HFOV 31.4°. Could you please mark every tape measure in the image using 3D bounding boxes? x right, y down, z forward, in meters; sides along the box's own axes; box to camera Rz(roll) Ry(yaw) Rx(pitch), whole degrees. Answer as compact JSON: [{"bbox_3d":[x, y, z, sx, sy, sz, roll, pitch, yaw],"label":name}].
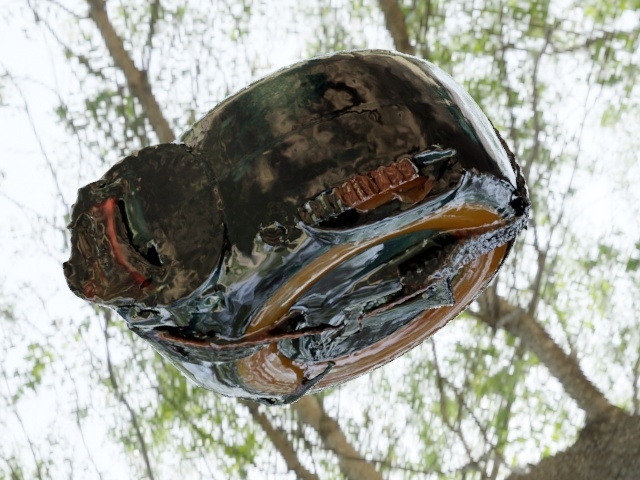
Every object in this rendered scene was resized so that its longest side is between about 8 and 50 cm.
[{"bbox_3d":[0.000,0.000,0.605,0.223,0.202,0.135,-28,-118,3],"label":"tape measure"}]
